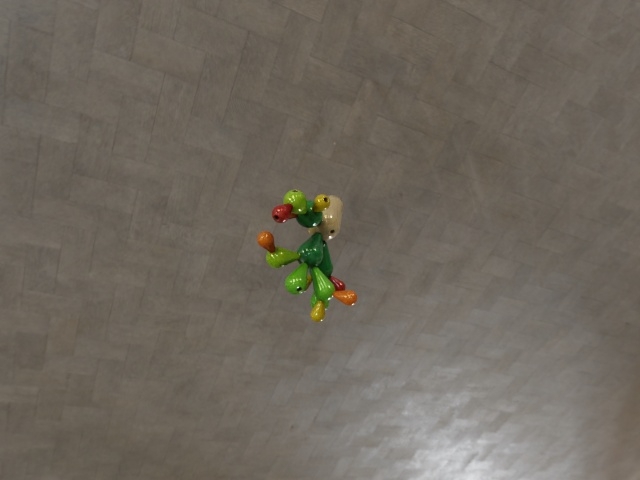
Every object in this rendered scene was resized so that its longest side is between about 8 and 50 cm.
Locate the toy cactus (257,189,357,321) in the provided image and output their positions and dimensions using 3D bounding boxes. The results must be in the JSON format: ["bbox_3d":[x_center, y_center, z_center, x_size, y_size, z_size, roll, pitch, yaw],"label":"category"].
[{"bbox_3d":[0.000,0.000,0.613,0.112,0.180,0.219,-3,131,27],"label":"toy cactus"}]
